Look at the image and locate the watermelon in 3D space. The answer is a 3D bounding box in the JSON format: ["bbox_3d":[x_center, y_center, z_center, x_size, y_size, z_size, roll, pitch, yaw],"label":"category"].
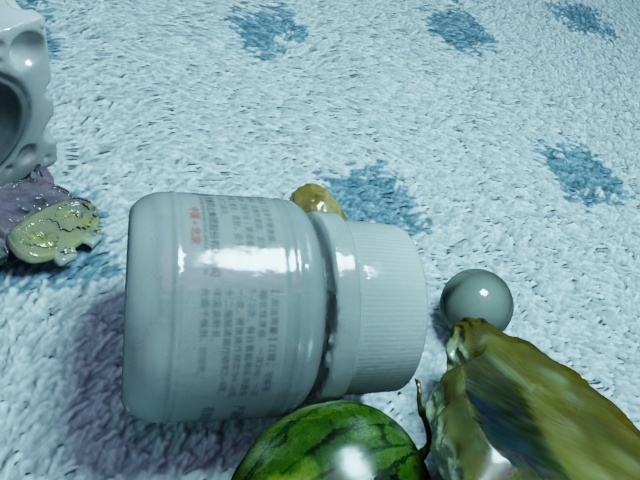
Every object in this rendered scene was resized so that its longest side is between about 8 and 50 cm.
[{"bbox_3d":[0.029,0.266,0.593,0.232,0.127,0.204,-10,92,-17],"label":"watermelon"}]

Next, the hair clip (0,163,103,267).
[{"bbox_3d":[-0.371,-0.018,0.781,0.146,0.056,0.187,36,46,2],"label":"hair clip"}]

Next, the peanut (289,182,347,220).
[{"bbox_3d":[0.002,0.000,0.883,0.089,0.089,0.192,2,55,-18],"label":"peanut"}]

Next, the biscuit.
[{"bbox_3d":[0.215,0.193,0.638,0.329,0.078,0.335,7,31,-30],"label":"biscuit"}]

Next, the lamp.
[{"bbox_3d":[0.221,0.091,0.866,0.105,0.105,0.105,10,49,-12],"label":"lamp"}]

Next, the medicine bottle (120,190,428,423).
[{"bbox_3d":[-0.060,0.074,0.685,0.306,0.245,0.245,3,51,-18],"label":"medicine bottle"}]

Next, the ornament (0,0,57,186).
[{"bbox_3d":[-0.508,-0.193,0.753,0.240,0.240,0.239,36,49,13],"label":"ornament"}]
